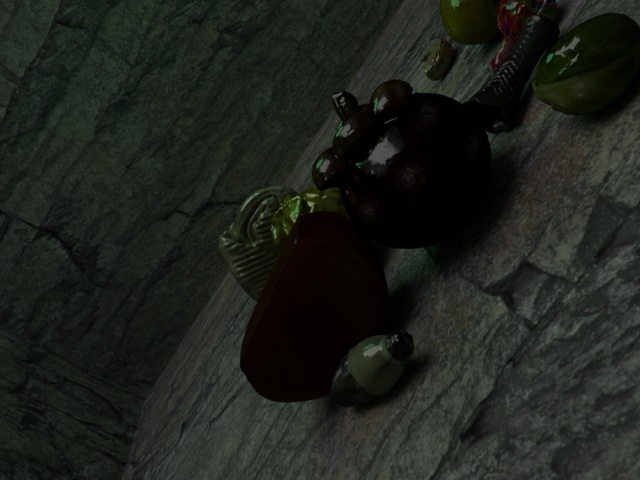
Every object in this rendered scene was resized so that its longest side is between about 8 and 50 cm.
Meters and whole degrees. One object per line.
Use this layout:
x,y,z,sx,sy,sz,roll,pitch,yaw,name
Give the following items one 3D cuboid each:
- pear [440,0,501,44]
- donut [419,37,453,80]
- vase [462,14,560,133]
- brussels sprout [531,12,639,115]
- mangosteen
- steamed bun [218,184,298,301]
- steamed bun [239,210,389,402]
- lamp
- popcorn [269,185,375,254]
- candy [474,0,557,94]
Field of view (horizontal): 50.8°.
0.399,-0.596,1.719,0.198,0.198,0.198,-53,15,21,pear
0.352,-0.545,2.004,0.108,0.065,0.166,-52,14,26,donut
0.394,-0.343,1.366,0.237,0.116,0.115,-58,13,-8,vase
0.416,-0.272,1.057,0.183,0.131,0.145,-42,16,37,brussels sprout
0.150,-0.150,1.272,0.306,0.347,0.307,-54,9,13,mangosteen
-0.125,0.020,1.952,0.309,0.324,0.219,-50,10,-1,steamed bun
0.003,0.146,1.369,0.235,0.248,0.379,-93,27,-71,steamed bun
0.086,0.232,1.203,0.250,0.101,0.101,-48,17,44,lamp
0.009,0.005,1.639,0.247,0.282,0.282,-16,29,15,popcorn
0.394,-0.399,1.516,0.124,0.124,0.365,-82,19,-59,candy
